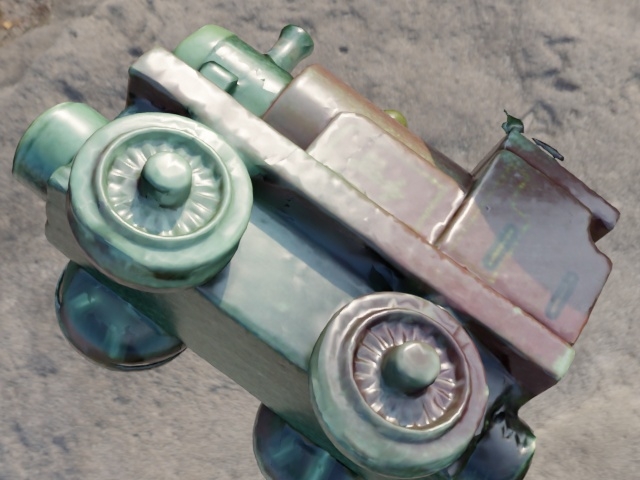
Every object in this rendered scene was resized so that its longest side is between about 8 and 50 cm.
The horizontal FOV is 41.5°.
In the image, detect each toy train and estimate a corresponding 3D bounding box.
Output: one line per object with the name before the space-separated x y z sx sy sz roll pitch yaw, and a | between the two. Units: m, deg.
toy train | 0.000 0.000 0.458 0.304 0.150 0.221 36 58 1
